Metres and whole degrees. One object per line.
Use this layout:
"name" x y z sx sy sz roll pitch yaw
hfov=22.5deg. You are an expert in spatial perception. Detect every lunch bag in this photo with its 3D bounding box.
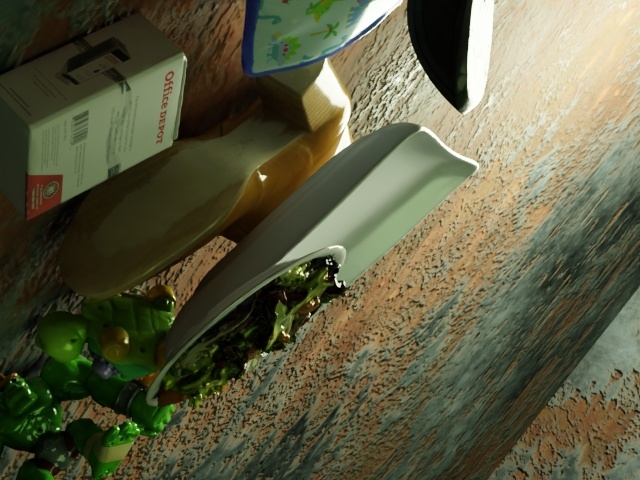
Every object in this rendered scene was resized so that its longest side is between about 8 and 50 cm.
"lunch bag" -0.004 -0.204 1.195 0.151 0.096 0.129 -44 159 -30

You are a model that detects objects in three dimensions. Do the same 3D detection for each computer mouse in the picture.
"computer mouse" 0.112 -0.231 1.271 0.184 0.060 0.262 -13 108 -74

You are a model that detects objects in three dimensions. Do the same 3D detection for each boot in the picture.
"boot" -0.077 -0.025 1.346 0.295 0.104 0.211 -45 157 -14

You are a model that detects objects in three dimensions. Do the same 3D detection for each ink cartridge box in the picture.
"ink cartridge box" -0.168 -0.090 1.146 0.135 0.056 0.099 -31 152 -32

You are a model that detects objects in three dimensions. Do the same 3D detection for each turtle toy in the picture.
"turtle toy" -0.174 0.081 1.358 0.130 0.095 0.066 13 125 -22

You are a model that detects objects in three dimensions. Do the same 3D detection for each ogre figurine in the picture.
"ogre figurine" -0.235 0.170 1.369 0.197 0.118 0.097 -48 153 -1

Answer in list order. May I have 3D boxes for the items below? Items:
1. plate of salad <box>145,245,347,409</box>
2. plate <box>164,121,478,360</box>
"plate of salad" -0.052 0.076 1.282 0.200 0.048 0.200 -36 166 -11
"plate" 0.000 0.000 1.380 0.278 0.045 0.277 -42 168 9
